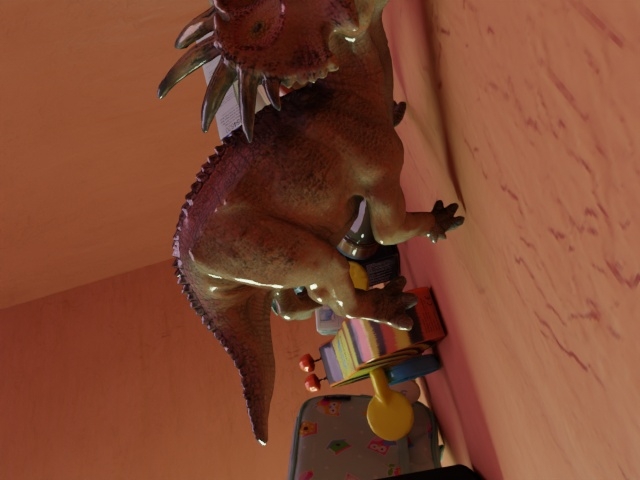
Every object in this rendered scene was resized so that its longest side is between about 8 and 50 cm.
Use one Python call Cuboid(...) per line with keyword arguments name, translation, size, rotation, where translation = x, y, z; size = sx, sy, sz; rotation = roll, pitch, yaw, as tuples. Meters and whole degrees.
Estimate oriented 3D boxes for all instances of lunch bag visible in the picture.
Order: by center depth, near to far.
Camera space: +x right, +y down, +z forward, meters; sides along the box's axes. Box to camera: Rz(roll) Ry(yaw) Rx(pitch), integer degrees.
Cuboid(name="lunch bag", translation=(0.069, 0.332, 0.852), size=(0.279, 0.224, 0.108), rotation=(-80, -13, -63))

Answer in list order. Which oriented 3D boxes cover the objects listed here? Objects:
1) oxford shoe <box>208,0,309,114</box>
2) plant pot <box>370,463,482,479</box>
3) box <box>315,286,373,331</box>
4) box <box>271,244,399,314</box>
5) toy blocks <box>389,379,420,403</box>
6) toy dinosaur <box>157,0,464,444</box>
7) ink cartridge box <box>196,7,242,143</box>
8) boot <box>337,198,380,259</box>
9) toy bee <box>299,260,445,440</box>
Cuboid(name="oxford shoe", translation=(-0.070, -0.235, 0.691), size=(0.146, 0.140, 0.397), rotation=(115, 147, -49))
Cuboid(name="plant pot", translation=(0.112, 0.338, 0.618), size=(0.167, 0.188, 0.188), rotation=(-41, -65, -76))
Cuboid(name="box", translation=(0.040, 0.062, 1.080), size=(0.114, 0.103, 0.203), rotation=(74, -169, -77))
Cuboid(name="box", translation=(0.000, 0.000, 0.821), size=(0.077, 0.180, 0.147), rotation=(74, 180, -61))
Cuboid(name="toy blocks", translation=(0.115, 0.165, 0.942), size=(0.123, 0.054, 0.148), rotation=(62, -161, -24))
Cuboid(name="toy dinosaur", translation=(-0.027, -0.035, 0.363), size=(0.200, 0.296, 0.127), rotation=(23, -174, -39))
Cuboid(name="ink cartridge box", translation=(-0.095, -0.292, 0.920), size=(0.045, 0.223, 0.224), rotation=(2, -111, -50))
Cuboid(name="boot", translation=(0.040, -0.095, 0.704), size=(0.106, 0.082, 0.219), rotation=(106, 156, -50))
Cuboid(name="toy bee", translation=(0.055, 0.143, 0.708), size=(0.298, 0.162, 0.195), rotation=(74, 178, -51))
